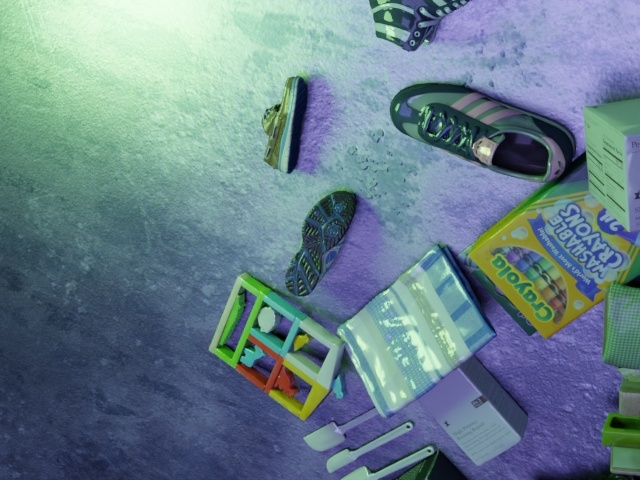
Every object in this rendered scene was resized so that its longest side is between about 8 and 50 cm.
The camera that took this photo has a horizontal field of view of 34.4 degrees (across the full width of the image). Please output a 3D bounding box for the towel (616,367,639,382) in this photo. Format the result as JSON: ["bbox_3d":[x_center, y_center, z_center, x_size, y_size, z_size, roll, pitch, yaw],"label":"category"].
[{"bbox_3d":[0.671,0.216,1.741,0.282,0.049,0.187,-38,94,29],"label":"towel"}]

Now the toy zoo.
[{"bbox_3d":[-0.071,0.218,1.996,0.293,0.030,0.192,35,120,18],"label":"toy zoo"}]

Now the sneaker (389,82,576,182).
[{"bbox_3d":[0.255,-0.176,1.685,0.318,0.131,0.112,15,117,14],"label":"sneaker"}]

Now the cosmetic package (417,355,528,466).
[{"bbox_3d":[0.263,0.290,1.905,0.231,0.085,0.117,46,119,-4],"label":"cosmetic package"}]

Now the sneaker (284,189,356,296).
[{"bbox_3d":[0.000,0.000,1.890,0.080,0.081,0.211,32,101,7],"label":"sneaker"}]

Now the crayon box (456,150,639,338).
[{"bbox_3d":[0.402,0.022,1.741,0.203,0.083,0.323,47,120,-3],"label":"crayon box"}]

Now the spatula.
[{"bbox_3d":[0.102,0.413,2.057,0.242,0.019,0.168,-33,92,28],"label":"spatula"}]

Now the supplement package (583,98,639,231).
[{"bbox_3d":[0.544,-0.129,1.510,0.261,0.204,0.145,-10,109,1],"label":"supplement package"}]

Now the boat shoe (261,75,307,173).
[{"bbox_3d":[-0.070,-0.208,1.831,0.066,0.066,0.183,17,117,15],"label":"boat shoe"}]

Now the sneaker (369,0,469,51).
[{"bbox_3d":[0.205,-0.381,1.634,0.282,0.099,0.153,3,108,27],"label":"sneaker"}]

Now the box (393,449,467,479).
[{"bbox_3d":[0.199,0.536,2.018,0.207,0.108,0.153,-40,94,29],"label":"box"}]

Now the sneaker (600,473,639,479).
[{"bbox_3d":[0.523,0.466,1.888,0.283,0.107,0.124,9,100,13],"label":"sneaker"}]

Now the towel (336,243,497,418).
[{"bbox_3d":[0.165,0.166,1.861,0.285,0.034,0.209,-42,60,28],"label":"towel"}]

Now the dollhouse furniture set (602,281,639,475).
[{"bbox_3d":[0.554,0.237,1.664,0.197,0.151,0.302,2,119,17],"label":"dollhouse furniture set"}]
